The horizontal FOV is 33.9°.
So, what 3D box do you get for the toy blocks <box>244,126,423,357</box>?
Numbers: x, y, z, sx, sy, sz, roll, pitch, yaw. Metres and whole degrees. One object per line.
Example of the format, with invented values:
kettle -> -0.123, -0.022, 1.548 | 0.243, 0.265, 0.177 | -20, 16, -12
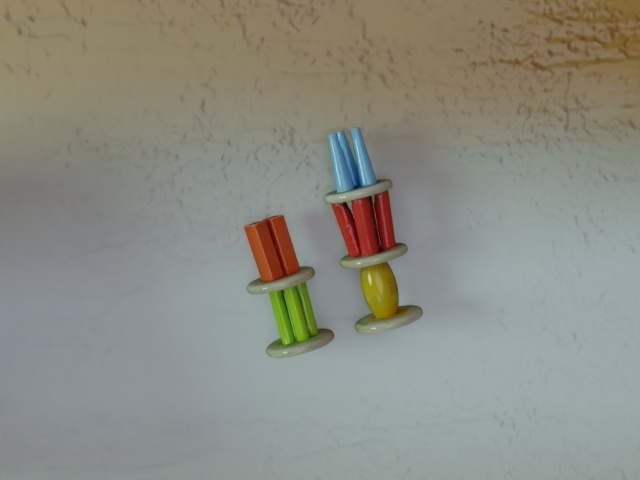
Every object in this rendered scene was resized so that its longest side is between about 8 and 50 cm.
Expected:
toy blocks -> 0.000, 0.000, 0.773 | 0.123, 0.054, 0.148 | -15, 97, -2
